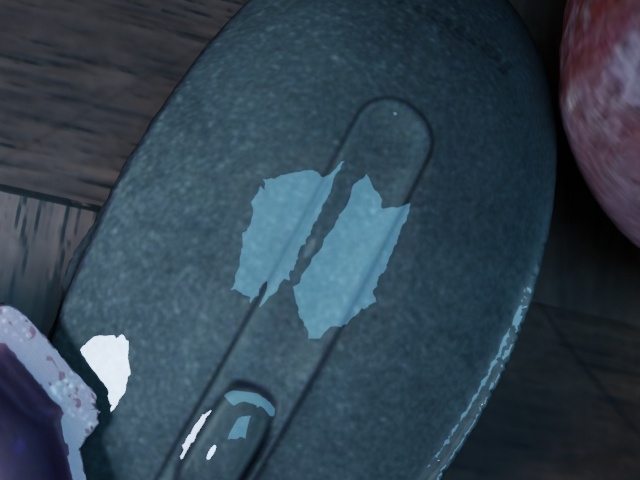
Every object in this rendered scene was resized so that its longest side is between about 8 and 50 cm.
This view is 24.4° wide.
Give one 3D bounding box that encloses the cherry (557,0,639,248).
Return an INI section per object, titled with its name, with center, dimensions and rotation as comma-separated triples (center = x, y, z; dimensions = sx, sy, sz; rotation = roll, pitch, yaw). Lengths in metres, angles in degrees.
[cherry]
center = 0.227, -0.091, 0.752
dimensions = 0.213, 0.236, 0.285
rotation = 12, 45, -14

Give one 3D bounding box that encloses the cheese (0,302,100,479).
[cheese]
center = -0.218, 0.144, 0.627
dimensions = 0.189, 0.074, 0.286
rotation = 45, 79, 1

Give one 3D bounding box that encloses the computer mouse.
[computer mouse]
center = -0.001, -0.002, 0.717
dimensions = 0.203, 0.114, 0.373
rotation = 28, 69, -10
